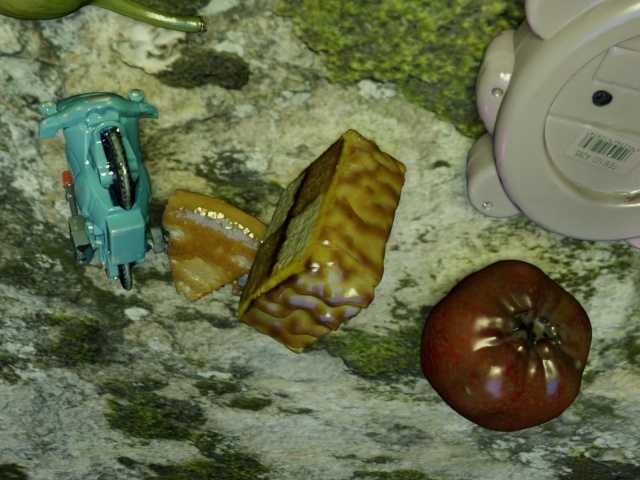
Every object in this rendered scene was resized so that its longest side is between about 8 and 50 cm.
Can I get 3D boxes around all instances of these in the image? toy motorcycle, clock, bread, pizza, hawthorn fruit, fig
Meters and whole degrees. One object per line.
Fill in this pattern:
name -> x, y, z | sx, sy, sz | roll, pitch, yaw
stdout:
toy motorcycle -> -0.236, -0.062, 0.843 | 0.123, 0.182, 0.272 | -13, 153, -21
clock -> 0.295, -0.132, 0.716 | 0.295, 0.113, 0.322 | 12, 138, -3
bread -> 0.000, 0.000, 0.825 | 0.096, 0.222, 0.181 | 33, 141, -18
pizza -> -0.138, 0.014, 0.972 | 0.154, 0.069, 0.194 | 21, 141, -13
hawthorn fruit -> 0.213, 0.141, 0.963 | 0.208, 0.208, 0.248 | 21, 155, -12
fig -> -0.216, -0.248, 0.697 | 0.149, 0.149, 0.245 | -28, 145, 32
